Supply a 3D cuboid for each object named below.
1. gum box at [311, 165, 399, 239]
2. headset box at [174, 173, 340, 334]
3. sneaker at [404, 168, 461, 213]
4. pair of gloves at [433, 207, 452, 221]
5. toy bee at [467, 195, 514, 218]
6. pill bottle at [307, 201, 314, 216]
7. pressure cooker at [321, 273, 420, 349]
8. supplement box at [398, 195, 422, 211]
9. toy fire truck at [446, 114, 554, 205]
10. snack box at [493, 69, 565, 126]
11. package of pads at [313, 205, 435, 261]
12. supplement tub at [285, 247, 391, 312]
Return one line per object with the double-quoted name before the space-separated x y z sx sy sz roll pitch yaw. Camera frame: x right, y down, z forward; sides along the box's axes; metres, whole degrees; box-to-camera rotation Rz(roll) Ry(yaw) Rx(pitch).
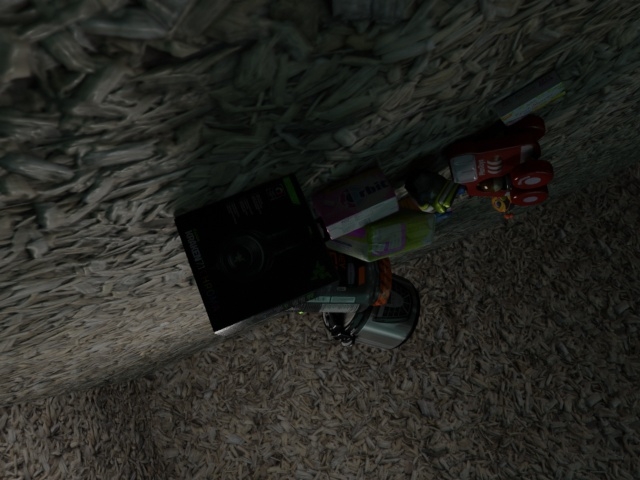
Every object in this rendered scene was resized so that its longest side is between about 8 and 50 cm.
"gum box" 0.079 -0.089 1.109 0.188 0.107 0.062 -24 145 2
"headset box" -0.118 0.030 0.965 0.283 0.246 0.131 -21 168 -7
"sneaker" 0.295 -0.152 1.296 0.111 0.121 0.300 -57 -177 2
"pair of gloves" 0.519 -0.099 2.075 0.159 0.023 0.198 -25 167 11
"toy bee" 0.754 -0.180 1.840 0.195 0.162 0.298 -21 167 -17
"pill bottle" -0.078 -0.051 1.122 0.116 0.065 0.065 -18 167 -19
"pressure cooker" 0.199 0.298 2.138 0.420 0.370 0.375 21 108 -26
"supplement box" 0.225 -0.067 1.563 0.233 0.078 0.080 -25 167 7
"toy fire truck" 0.485 -0.199 1.276 0.254 0.169 0.302 -6 160 18
"snack box" 0.478 -0.320 1.053 0.141 0.037 0.100 -30 164 28
"package of pads" 0.149 -0.036 1.266 0.296 0.101 0.229 -13 -158 -43
"supplement tub" 0.016 0.102 1.316 0.338 0.207 0.207 2 161 -13
